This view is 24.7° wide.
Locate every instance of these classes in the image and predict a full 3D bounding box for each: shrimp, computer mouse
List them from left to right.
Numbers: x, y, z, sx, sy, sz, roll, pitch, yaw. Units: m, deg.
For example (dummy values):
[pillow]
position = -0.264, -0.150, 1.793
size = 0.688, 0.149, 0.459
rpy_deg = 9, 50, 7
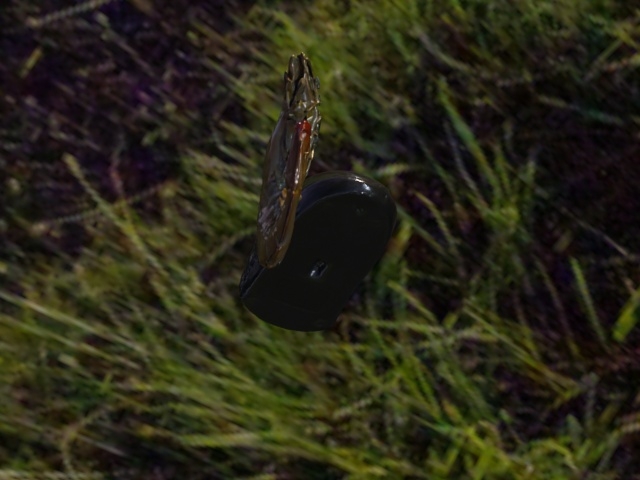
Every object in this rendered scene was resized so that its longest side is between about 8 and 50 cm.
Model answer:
[shrimp]
position = -0.035, -0.081, 1.550
size = 0.133, 0.053, 0.236
rpy_deg = -83, 7, -76
[computer mouse]
position = 0.000, 0.000, 1.778
size = 0.086, 0.137, 0.270
rpy_deg = -89, 24, -46
